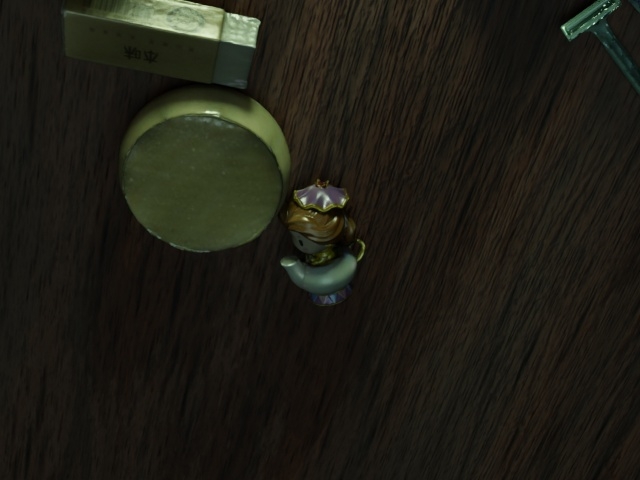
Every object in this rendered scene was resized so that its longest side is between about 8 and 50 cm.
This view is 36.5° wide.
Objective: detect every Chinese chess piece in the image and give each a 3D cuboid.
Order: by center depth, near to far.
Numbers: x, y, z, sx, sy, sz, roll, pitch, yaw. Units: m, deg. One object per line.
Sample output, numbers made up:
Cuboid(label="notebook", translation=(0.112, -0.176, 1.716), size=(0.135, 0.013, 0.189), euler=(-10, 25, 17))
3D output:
Cuboid(label="Chinese chess piece", translation=(-0.225, -0.136, 1.890), size=(0.338, 0.140, 0.338), euler=(0, 125, -1))

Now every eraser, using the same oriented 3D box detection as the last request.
Cuboid(label="eraser", translation=(-0.288, -0.365, 1.745), size=(0.344, 0.078, 0.144), euler=(10, 153, -7))

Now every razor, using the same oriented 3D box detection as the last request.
Cuboid(label="razor", translation=(0.570, -0.343, 1.832), size=(0.111, 0.056, 0.278), euler=(-35, 124, 21))

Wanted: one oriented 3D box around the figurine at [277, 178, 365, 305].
Cuboid(label="figurine", translation=(0.000, 0.000, 1.986), size=(0.190, 0.142, 0.263), euler=(-26, 124, -23))

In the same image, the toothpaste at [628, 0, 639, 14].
Cuboid(label="toothpaste", translation=(0.541, -0.477, 1.748), size=(0.164, 0.034, 0.046), euler=(37, 115, -22))
